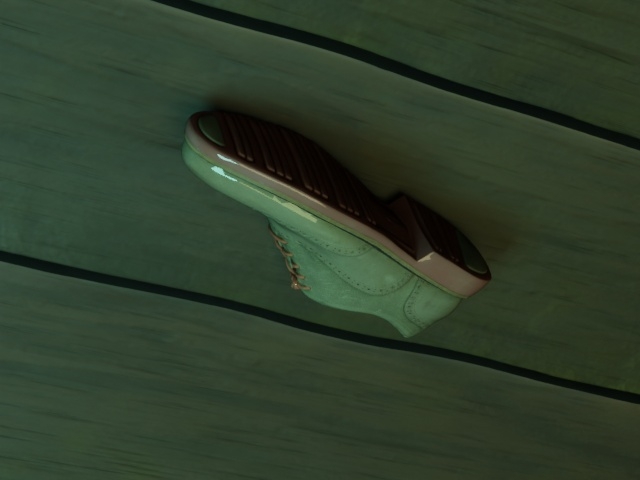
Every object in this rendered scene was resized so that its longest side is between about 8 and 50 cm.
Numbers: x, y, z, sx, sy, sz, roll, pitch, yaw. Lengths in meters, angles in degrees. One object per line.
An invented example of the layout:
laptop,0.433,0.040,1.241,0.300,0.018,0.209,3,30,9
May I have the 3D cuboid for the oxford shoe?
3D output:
oxford shoe,0.000,0.000,1.274,0.348,0.123,0.130,29,115,-27
